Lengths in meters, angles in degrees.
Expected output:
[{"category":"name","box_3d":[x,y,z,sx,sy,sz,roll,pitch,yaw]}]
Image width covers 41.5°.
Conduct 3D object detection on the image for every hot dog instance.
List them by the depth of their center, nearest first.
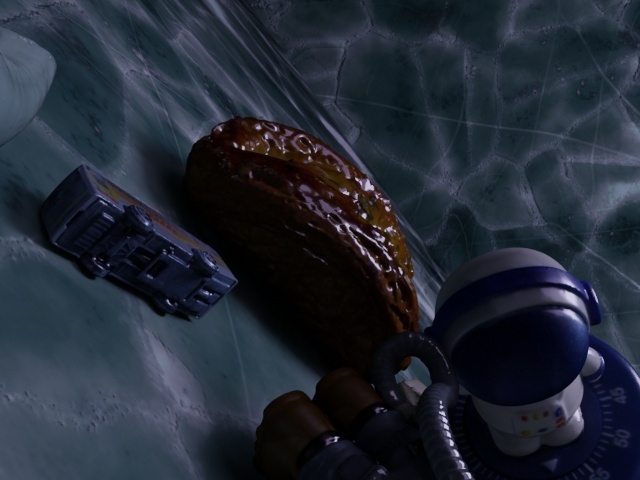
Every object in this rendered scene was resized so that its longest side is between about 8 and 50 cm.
[{"category":"hot dog","box_3d":[0.000,0.000,1.048,0.387,0.174,0.267,48,14,-21]}]

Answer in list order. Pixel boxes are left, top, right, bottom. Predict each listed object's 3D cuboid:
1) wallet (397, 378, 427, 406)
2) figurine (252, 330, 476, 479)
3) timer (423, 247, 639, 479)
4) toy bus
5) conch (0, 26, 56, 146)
[{"category":"wallet","box_3d":[0.207,0.325,1.155,0.274,0.068,0.335,53,4,-16]},{"category":"figurine","box_3d":[0.101,0.252,0.580,0.382,0.261,0.186,37,-35,38]},{"category":"timer","box_3d":[0.200,0.150,0.829,0.270,0.270,0.383,62,0,42]},{"category":"toy bus","box_3d":[-0.150,0.005,0.722,0.190,0.064,0.075,39,11,-48]},{"category":"conch","box_3d":[-0.263,-0.122,0.517,0.185,0.121,0.221,51,3,15]}]
